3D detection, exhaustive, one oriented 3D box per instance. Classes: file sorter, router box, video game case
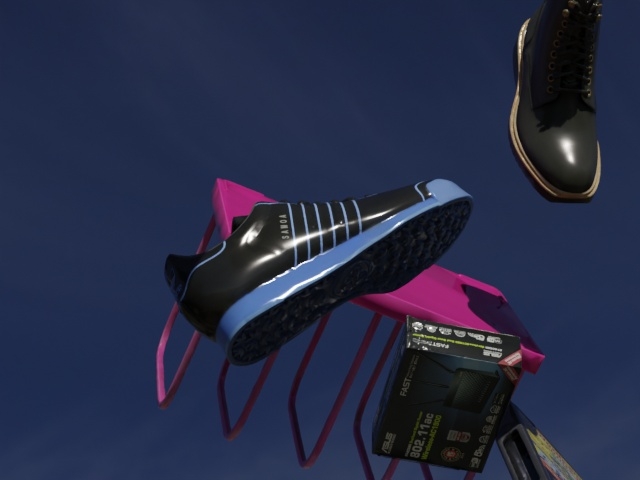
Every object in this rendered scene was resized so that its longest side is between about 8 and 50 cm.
[{"bbox_3d":[0.013,0.099,1.694,0.291,0.202,0.182,22,-78,-11],"label":"file sorter"},{"bbox_3d":[0.097,0.121,1.488,0.092,0.038,0.122,11,-52,-6],"label":"router box"},{"bbox_3d":[0.250,0.279,1.598,0.035,0.248,0.275,-40,-76,7],"label":"video game case"}]

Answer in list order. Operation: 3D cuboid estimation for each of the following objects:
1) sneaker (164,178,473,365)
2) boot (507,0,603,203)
[{"bbox_3d":[0.000,0.000,1.332,0.232,0.090,0.081,-26,-33,-31],"label":"sneaker"},{"bbox_3d":[0.206,-0.143,1.590,0.077,0.198,0.137,0,-35,-13],"label":"boot"}]
